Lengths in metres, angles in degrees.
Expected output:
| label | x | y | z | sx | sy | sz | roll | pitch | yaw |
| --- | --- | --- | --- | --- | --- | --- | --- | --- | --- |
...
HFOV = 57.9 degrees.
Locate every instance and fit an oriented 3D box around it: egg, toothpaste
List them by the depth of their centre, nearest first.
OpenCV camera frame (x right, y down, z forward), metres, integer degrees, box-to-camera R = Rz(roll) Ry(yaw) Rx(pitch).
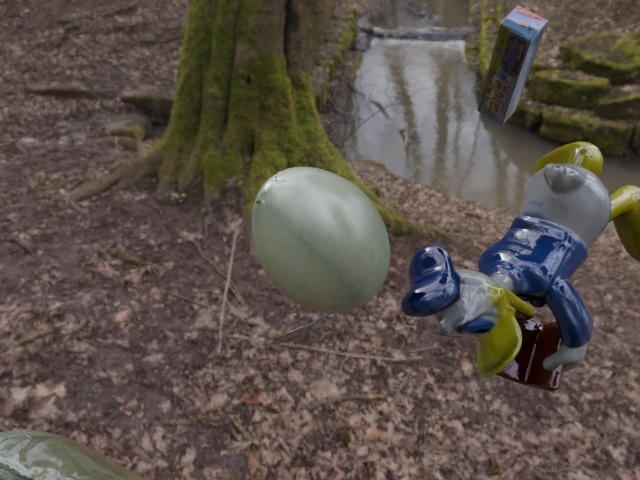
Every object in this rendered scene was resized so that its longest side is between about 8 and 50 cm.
| label | x | y | z | sx | sy | sz | roll | pitch | yaw |
| --- | --- | --- | --- | --- | --- | --- | --- | --- | --- |
| egg | 0.000 | 0.000 | 0.515 | 0.114 | 0.152 | 0.114 | -25 | 38 | 21 |
| toothpaste | 0.266 | -0.253 | 0.845 | 0.070 | 0.193 | 0.044 | 38 | 75 | 19 |

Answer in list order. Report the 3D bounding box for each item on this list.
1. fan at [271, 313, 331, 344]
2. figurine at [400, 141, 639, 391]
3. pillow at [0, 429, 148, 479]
| label | x | y | z | sx | sy | sz | roll | pitch | yaw |
| --- | --- | --- | --- | --- | --- | --- | --- | --- | --- |
| fan | -0.021 | 0.160 | 1.081 | 0.113 | 0.175 | 0.005 | -10 | 70 | -44 |
| figurine | 0.210 | 0.045 | 0.653 | 0.339 | 0.283 | 0.205 | -11 | 28 | -34 |
| pillow | -0.148 | 0.250 | 0.493 | 0.303 | 0.185 | 0.074 | 35 | 65 | -5 |
